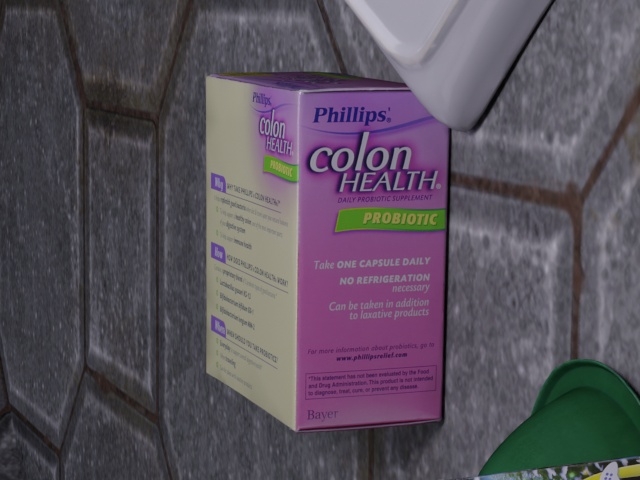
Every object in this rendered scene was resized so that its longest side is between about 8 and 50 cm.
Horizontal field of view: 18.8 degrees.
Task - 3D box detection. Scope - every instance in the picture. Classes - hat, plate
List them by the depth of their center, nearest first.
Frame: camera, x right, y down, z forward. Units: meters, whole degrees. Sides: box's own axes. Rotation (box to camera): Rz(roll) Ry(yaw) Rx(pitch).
[{"bbox_3d":[0.089,0.164,1.122,0.208,0.184,0.173,-150,60,-66],"label":"hat"},{"bbox_3d":[0.049,-0.240,1.244,0.277,0.045,0.278,54,147,17],"label":"plate"}]

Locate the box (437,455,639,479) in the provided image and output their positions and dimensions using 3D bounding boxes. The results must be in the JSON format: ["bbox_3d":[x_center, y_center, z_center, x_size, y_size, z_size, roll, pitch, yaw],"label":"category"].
[{"bbox_3d":[0.151,0.231,0.998,0.044,0.159,0.233,65,-162,-77],"label":"box"}]

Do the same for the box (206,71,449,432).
[{"bbox_3d":[0.000,0.000,1.442,0.213,0.117,0.242,-160,69,-68],"label":"box"}]
